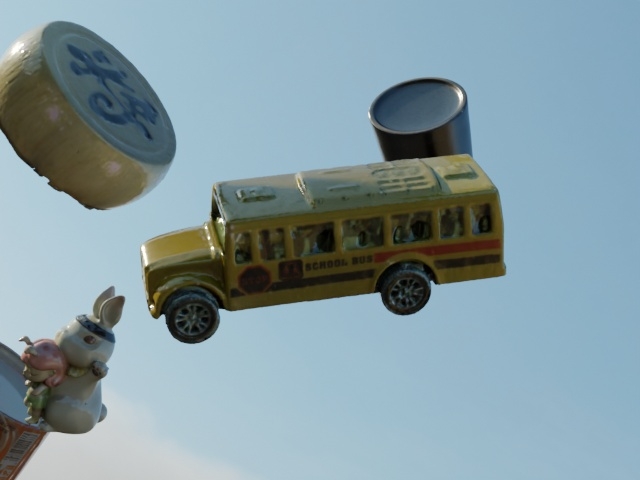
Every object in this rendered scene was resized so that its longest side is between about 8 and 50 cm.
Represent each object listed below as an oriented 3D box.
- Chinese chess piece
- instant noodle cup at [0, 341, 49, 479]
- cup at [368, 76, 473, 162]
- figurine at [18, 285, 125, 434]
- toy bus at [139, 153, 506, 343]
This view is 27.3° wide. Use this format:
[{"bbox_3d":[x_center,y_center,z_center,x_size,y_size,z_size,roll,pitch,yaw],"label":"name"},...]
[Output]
[{"bbox_3d":[-0.301,-0.161,1.695,0.104,0.257,0.257,-38,-63,22],"label":"Chinese chess piece"},{"bbox_3d":[-0.505,0.263,1.876,0.250,0.192,0.250,42,11,-10],"label":"instant noodle cup"},{"bbox_3d":[0.169,-0.134,2.204,0.166,0.239,0.177,0,-50,18],"label":"cup"},{"bbox_3d":[-0.247,0.120,1.314,0.081,0.146,0.098,26,22,35],"label":"figurine"},{"bbox_3d":[0.000,0.000,1.239,0.121,0.335,0.123,-114,-160,-60],"label":"toy bus"}]
